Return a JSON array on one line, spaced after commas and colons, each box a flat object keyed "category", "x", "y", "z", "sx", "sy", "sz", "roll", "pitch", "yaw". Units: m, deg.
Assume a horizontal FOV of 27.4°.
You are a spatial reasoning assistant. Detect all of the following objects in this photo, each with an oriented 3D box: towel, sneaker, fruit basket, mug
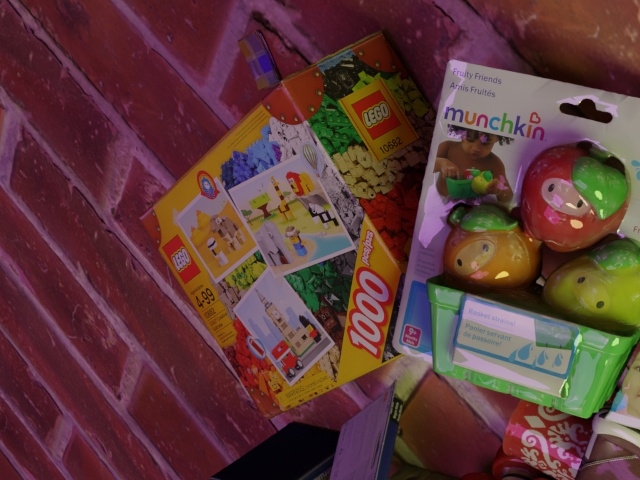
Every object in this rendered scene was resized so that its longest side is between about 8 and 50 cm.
[{"category": "towel", "x": -0.090, "y": -0.261, "z": 1.910, "sx": 0.060, "sy": 0.009, "sz": 0.083, "roll": -10, "pitch": 107, "yaw": 53}, {"category": "sneaker", "x": 0.426, "y": 0.320, "z": 1.543, "sx": 0.281, "sy": 0.106, "sz": 0.162, "roll": 30, "pitch": 110, "yaw": 24}, {"category": "fruit basket", "x": 0.251, "y": 0.004, "z": 1.447, "sx": 0.327, "sy": 0.165, "sz": 0.353, "roll": 16, "pitch": 109, "yaw": 23}, {"category": "mug", "x": 0.334, "y": 0.254, "z": 1.673, "sx": 0.169, "sy": 0.113, "sz": 0.150, "roll": 30, "pitch": 138, "yaw": 32}]

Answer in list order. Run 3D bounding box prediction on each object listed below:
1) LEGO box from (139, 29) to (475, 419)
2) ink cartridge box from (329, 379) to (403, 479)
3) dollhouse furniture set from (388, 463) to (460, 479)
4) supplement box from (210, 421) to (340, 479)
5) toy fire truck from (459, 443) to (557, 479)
[{"category": "LEGO box", "x": 0.000, "y": 0.000, "z": 1.830, "sx": 0.372, "sy": 0.193, "sz": 0.500, "roll": 57, "pitch": 146, "yaw": 2}, {"category": "ink cartridge box", "x": 0.070, "y": 0.350, "z": 2.003, "sx": 0.045, "sy": 0.223, "sz": 0.224, "roll": 22, "pitch": 148, "yaw": -11}, {"category": "dollhouse furniture set", "x": 0.132, "y": 0.456, "z": 2.015, "sx": 0.129, "sy": 0.184, "sz": 0.129, "roll": 6, "pitch": 120, "yaw": 50}, {"category": "supplement box", "x": -0.005, "y": 0.518, "z": 2.229, "sx": 0.195, "sy": 0.194, "sz": 0.356, "roll": 3, "pitch": 118, "yaw": 51}, {"category": "toy fire truck", "x": 0.307, "y": 0.431, "z": 1.824, "sx": 0.254, "sy": 0.169, "sz": 0.302, "roll": 31, "pitch": 143, "yaw": -4}]
